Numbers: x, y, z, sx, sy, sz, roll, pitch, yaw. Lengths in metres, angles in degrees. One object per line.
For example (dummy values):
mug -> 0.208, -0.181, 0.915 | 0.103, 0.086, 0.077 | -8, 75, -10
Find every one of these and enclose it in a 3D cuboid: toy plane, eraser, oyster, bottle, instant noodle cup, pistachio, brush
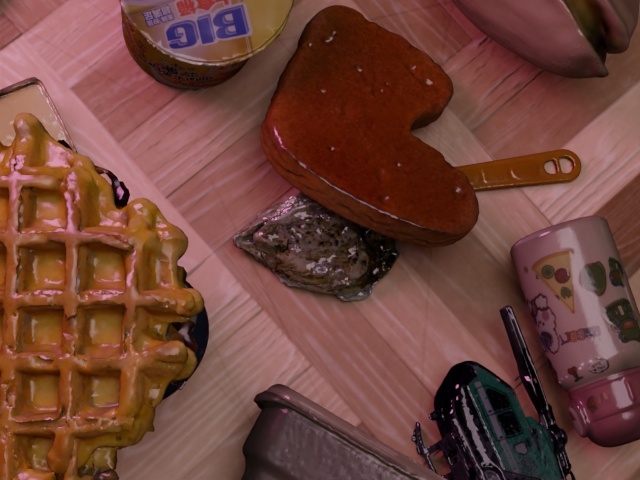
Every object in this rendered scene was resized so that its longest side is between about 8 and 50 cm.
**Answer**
toy plane -> 0.226, 0.268, 1.906 | 0.155, 0.106, 0.381 | -18, 74, -27
eraser -> -0.363, -0.094, 1.901 | 0.172, 0.058, 0.117 | -25, 81, -16
oyster -> 0.000, 0.000, 1.953 | 0.177, 0.064, 0.125 | 30, 85, -12
bottle -> 0.305, 0.107, 1.951 | 0.120, 0.120, 0.253 | -14, 77, -15
instant noodle cup -> -0.135, -0.268, 1.947 | 0.205, 0.153, 0.205 | 2, 76, -9
pistachio -> 0.249, -0.323, 2.004 | 0.208, 0.226, 0.332 | -34, 72, 3
brush -> 0.179, -0.074, 2.030 | 0.272, 0.013, 0.103 | -8, 77, -14

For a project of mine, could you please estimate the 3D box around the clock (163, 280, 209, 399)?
clock -> -0.221, 0.061, 1.844 | 0.199, 0.146, 0.243 | -36, 81, -6

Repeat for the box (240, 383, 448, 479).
box -> 0.019, 0.290, 1.820 | 0.274, 0.138, 0.178 | 28, 80, 13

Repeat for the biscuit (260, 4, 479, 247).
biscuit -> 0.070, -0.125, 1.970 | 0.262, 0.052, 0.277 | 24, 50, -7

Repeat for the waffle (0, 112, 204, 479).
waffle -> -0.315, 0.087, 1.745 | 0.379, 0.095, 0.382 | 41, 91, 14
